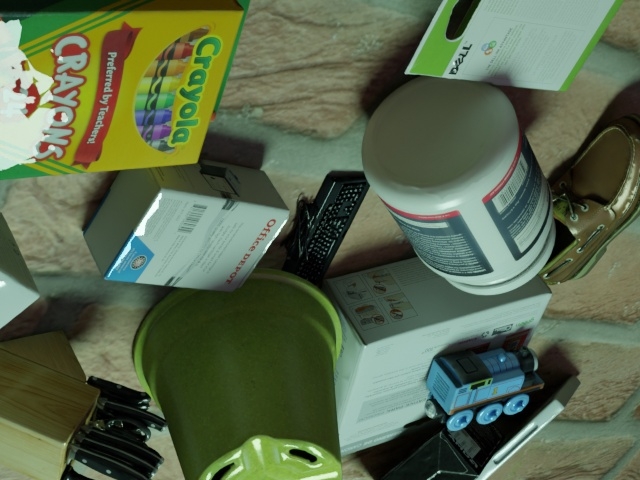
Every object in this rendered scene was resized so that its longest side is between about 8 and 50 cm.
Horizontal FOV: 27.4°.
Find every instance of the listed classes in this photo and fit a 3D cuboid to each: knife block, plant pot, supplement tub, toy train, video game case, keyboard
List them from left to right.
[{"bbox_3d":[-0.326,0.226,1.527,0.276,0.242,0.088,-9,137,-29],"label":"knife block"},{"bbox_3d":[-0.083,0.218,1.634,0.276,0.254,0.276,-7,130,-9],"label":"plant pot"},{"bbox_3d":[0.000,0.000,1.693,0.100,0.038,0.192,-3,133,-35],"label":"keyboard"},{"bbox_3d":[0.179,-0.064,1.624,0.191,0.191,0.272,-35,144,2],"label":"supplement tub"},{"bbox_3d":[0.231,0.201,1.845,0.184,0.080,0.105,-11,135,-27],"label":"toy train"},{"bbox_3d":[0.355,0.325,2.261,0.206,0.026,0.227,-46,171,16],"label":"video game case"}]

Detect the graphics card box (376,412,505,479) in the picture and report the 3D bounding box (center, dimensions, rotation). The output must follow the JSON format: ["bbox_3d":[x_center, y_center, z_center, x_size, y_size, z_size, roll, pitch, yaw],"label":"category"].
[{"bbox_3d":[0.161,0.378,2.077,0.233,0.094,0.371,-41,172,11],"label":"graphics card box"}]

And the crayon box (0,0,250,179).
[{"bbox_3d":[-0.208,-0.167,1.305,0.319,0.081,0.202,-8,136,-32],"label":"crayon box"}]

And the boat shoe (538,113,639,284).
[{"bbox_3d":[0.374,-0.045,1.865,0.105,0.110,0.307,-11,138,-30],"label":"boat shoe"}]

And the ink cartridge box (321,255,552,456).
[{"bbox_3d":[0.140,0.154,1.897,0.310,0.130,0.271,-13,141,-26],"label":"ink cartridge box"}]

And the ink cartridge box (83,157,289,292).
[{"bbox_3d":[-0.153,-0.020,1.514,0.191,0.082,0.139,8,128,-44],"label":"ink cartridge box"}]

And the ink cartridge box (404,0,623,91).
[{"bbox_3d":[0.213,-0.278,1.490,0.255,0.097,0.188,1,132,-36],"label":"ink cartridge box"}]

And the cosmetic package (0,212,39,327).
[{"bbox_3d":[-0.448,0.035,1.303,0.224,0.138,0.225,-38,145,6],"label":"cosmetic package"}]
